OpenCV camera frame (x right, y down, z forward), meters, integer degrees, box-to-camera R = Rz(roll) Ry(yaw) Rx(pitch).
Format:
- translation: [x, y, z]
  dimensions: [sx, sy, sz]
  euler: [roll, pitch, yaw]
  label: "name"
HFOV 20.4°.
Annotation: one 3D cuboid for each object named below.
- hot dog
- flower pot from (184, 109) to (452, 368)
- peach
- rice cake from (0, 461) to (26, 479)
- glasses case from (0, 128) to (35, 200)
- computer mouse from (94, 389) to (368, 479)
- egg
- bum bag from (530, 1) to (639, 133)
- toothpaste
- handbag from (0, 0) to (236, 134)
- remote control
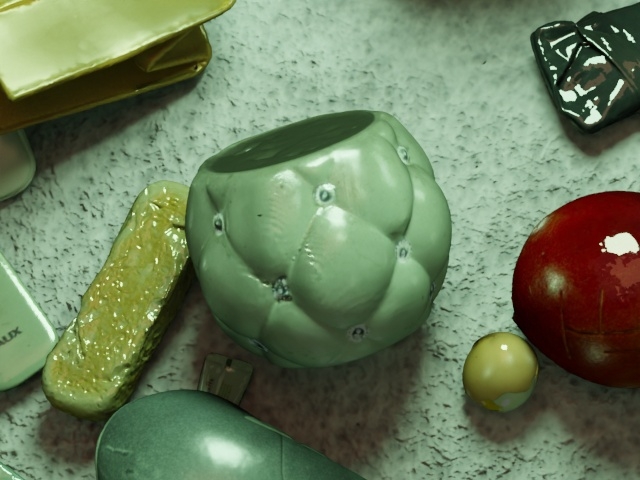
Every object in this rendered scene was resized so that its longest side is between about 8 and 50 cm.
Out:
- translation: [-0.178, 0.060, 1.679]
  dimensions: [0.084, 0.073, 0.242]
  euler: [23, 77, 12]
  label: "hot dog"
- translation: [0.000, 0.000, 1.602]
  dimensions: [0.246, 0.246, 0.195]
  euler: [-18, 106, -2]
  label: "flower pot"
- translation: [0.263, 0.044, 1.609]
  dimensions: [0.197, 0.197, 0.197]
  euler: [-1, 74, 3]
  label: "peach"
- translation: [-0.299, 0.274, 1.644]
  dimensions: [0.211, 0.038, 0.124]
  euler: [39, 80, 12]
  label: "rice cake"
- translation: [-0.346, -0.135, 1.742]
  dimensions: [0.081, 0.051, 0.204]
  euler: [-23, 87, 3]
  label: "glasses case"
- translation: [-0.028, 0.256, 1.594]
  dimensions: [0.379, 0.090, 0.167]
  euler: [26, 74, 0]
  label: "computer mouse"
- translation: [0.167, 0.119, 1.637]
  dimensions: [0.071, 0.083, 0.071]
  euler: [2, 64, -5]
  label: "egg"
- translation: [0.332, -0.192, 1.726]
  dimensions: [0.248, 0.060, 0.123]
  euler: [-23, 74, -4]
  label: "bum bag"
- translation: [-0.113, 0.201, 1.659]
  dimensions: [0.048, 0.029, 0.197]
  euler: [17, 74, 2]
  label: "toothpaste"
- translation: [-0.292, -0.308, 1.718]
  dimensions: [0.283, 0.133, 0.401]
  euler: [-23, 73, -30]
  label: "handbag"
- translation: [-0.362, 0.012, 1.722]
  dimensions: [0.090, 0.038, 0.309]
  euler: [-35, 75, -7]
  label: "remote control"
